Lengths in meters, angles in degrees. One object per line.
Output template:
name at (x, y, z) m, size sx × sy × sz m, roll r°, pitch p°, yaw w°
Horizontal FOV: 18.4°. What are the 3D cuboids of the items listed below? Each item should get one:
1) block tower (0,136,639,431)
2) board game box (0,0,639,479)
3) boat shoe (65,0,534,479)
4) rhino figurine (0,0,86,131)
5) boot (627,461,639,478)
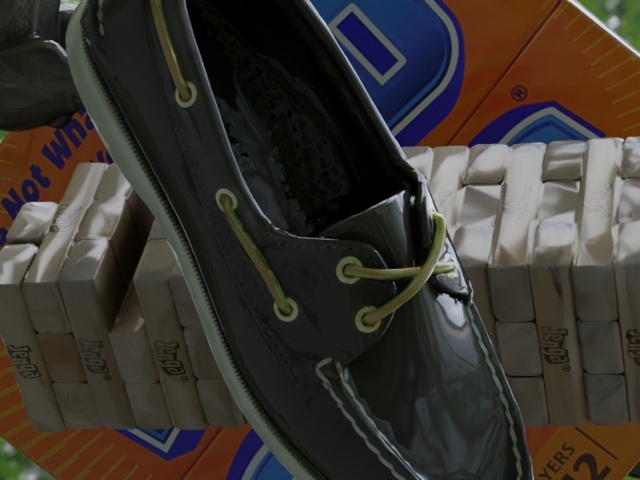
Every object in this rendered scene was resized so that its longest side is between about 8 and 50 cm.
block tower at (0.032, 0.020, 0.856) m, size 0.335 × 0.091 × 0.097 m, roll -1°, pitch -51°, yaw 14°
board game box at (0.023, -0.012, 1.156) m, size 0.356 × 0.356 × 0.356 m, roll 38°, pitch -80°, yaw -3°
boat shoe at (0.000, 0.000, 0.627) m, size 0.228 × 0.081 × 0.068 m, roll 56°, pitch -36°, yaw 4°
rhino figurine at (-0.147, -0.155, 0.817) m, size 0.106 × 0.073 × 0.243 m, roll -19°, pitch -77°, yaw 19°
boot at (0.373, 0.062, 1.682) m, size 0.138 × 0.377 × 0.284 m, roll 6°, pitch -88°, yaw 52°
